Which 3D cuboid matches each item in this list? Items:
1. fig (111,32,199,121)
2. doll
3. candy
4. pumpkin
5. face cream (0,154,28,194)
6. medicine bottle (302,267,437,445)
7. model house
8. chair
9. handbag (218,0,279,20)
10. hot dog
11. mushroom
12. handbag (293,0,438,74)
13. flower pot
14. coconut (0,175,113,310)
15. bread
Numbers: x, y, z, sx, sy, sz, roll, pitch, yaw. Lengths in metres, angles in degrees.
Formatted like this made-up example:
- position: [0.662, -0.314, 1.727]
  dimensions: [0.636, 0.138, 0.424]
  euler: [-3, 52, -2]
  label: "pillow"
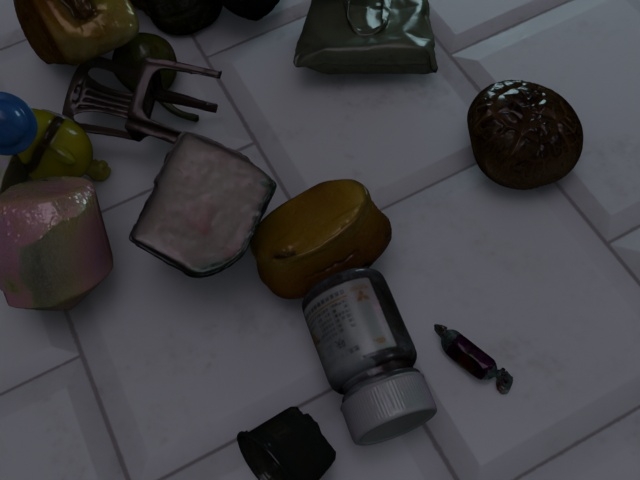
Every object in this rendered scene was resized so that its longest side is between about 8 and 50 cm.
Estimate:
- position: [-0.364, -0.354, 1.604]
  dimensions: [0.149, 0.149, 0.245]
  euler: [-32, 84, -13]
  label: "fig"
- position: [-0.559, -0.196, 1.384]
  dimensions: [0.199, 0.363, 0.145]
  euler: [26, 86, 20]
  label: "doll"
- position: [0.271, 0.211, 1.281]
  dimensions: [0.175, 0.045, 0.043]
  euler: [38, 37, 23]
  label: "candy"
- position: [-0.379, -0.671, 1.700]
  dimensions: [0.325, 0.232, 0.242]
  euler: [33, 66, 15]
  label: "pumpkin"
- position: [-0.790, -0.185, 1.542]
  dimensions: [0.349, 0.081, 0.173]
  euler: [17, 65, 13]
  label: "face cream"
- position: [0.081, 0.198, 1.230]
  dimensions: [0.165, 0.165, 0.273]
  euler: [-18, 61, -6]
  label: "medicine bottle"
- position: [-0.219, -0.051, 1.350]
  dimensions: [0.202, 0.237, 0.237]
  euler: [24, 85, -6]
  label: "model house"
- position: [-0.381, -0.293, 1.465]
  dimensions: [0.326, 0.183, 0.175]
  euler: [14, 81, -5]
  label: "chair"
- position: [-0.208, -0.654, 1.647]
  dimensions: [0.093, 0.308, 0.253]
  euler: [-23, 49, 34]
  label: "handbag"
- position: [-0.544, -0.510, 1.531]
  dimensions: [0.185, 0.223, 0.405]
  euler: [-30, 27, -21]
  label: "hot dog"
- position: [0.415, -0.221, 1.448]
  dimensions: [0.253, 0.153, 0.253]
  euler: [3, 62, -6]
  label: "mushroom"
- position: [0.104, -0.471, 1.622]
  dimensions: [0.316, 0.109, 0.253]
  euler: [0, 53, 4]
  label: "handbag"
- position: [-0.049, 0.352, 1.173]
  dimensions: [0.107, 0.157, 0.157]
  euler: [-33, 64, -29]
  label: "flower pot"
- position: [-0.510, 0.018, 1.331]
  dimensions: [0.233, 0.245, 0.233]
  euler: [-3, 24, 1]
  label: "coconut"
- position: [0.000, 0.000, 1.343]
  dimensions: [0.270, 0.142, 0.195]
  euler: [-32, 38, -5]
  label: "bread"
